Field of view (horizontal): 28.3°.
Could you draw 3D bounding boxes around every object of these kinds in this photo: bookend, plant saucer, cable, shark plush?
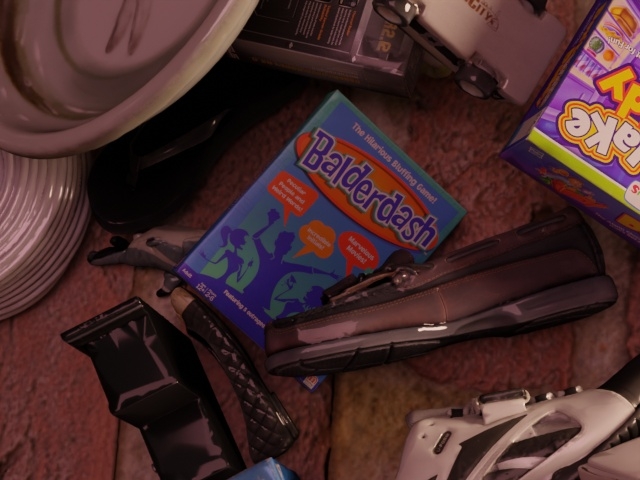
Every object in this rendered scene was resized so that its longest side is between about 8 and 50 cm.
[{"bbox_3d":[-0.131,0.147,1.058,0.072,0.156,0.157,-27,70,1],"label":"bookend"},{"bbox_3d":[-0.157,-0.243,1.109,0.400,0.100,0.401,-18,60,33],"label":"plant saucer"},{"bbox_3d":[-0.340,-0.052,1.198,0.257,0.089,0.257,32,81,19],"label":"cable"},{"bbox_3d":[-0.141,0.023,1.157,0.161,0.073,0.067,1,103,7],"label":"shark plush"}]

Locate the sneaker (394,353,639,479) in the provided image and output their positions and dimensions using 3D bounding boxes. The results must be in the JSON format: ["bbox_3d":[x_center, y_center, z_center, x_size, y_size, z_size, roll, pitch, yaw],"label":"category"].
[{"bbox_3d":[0.145,0.164,1.010,0.330,0.122,0.146,-36,62,-12],"label":"sneaker"}]

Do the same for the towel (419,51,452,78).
[{"bbox_3d":[0.032,-0.359,1.229,0.374,0.090,0.321,26,82,18],"label":"towel"}]

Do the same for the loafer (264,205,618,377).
[{"bbox_3d":[0.093,0.043,1.055,0.302,0.109,0.095,-11,76,-10],"label":"loafer"}]

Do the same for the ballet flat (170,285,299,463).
[{"bbox_3d":[-0.082,0.114,1.101,0.049,0.057,0.173,-34,79,-5],"label":"ballet flat"}]

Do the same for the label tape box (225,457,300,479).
[{"bbox_3d":[-0.123,0.361,1.014,0.333,0.106,0.241,-28,70,1],"label":"label tape box"}]

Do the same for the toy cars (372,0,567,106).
[{"bbox_3d":[0.197,-0.206,1.080,0.393,0.087,0.177,-8,97,-24],"label":"toy cars"}]

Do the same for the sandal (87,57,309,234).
[{"bbox_3d":[-0.122,-0.112,1.177,0.097,0.054,0.254,39,76,26],"label":"sandal"}]

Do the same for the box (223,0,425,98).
[{"bbox_3d":[0.024,-0.257,1.125,0.183,0.056,0.231,14,78,14],"label":"box"}]

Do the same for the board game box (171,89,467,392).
[{"bbox_3d":[0.000,0.000,1.102,0.160,0.047,0.210,42,83,-8],"label":"board game box"}]

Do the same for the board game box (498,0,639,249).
[{"bbox_3d":[0.352,-0.073,1.010,0.347,0.078,0.233,33,81,-3],"label":"board game box"}]

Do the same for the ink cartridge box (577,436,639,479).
[{"bbox_3d":[0.310,0.247,0.906,0.171,0.100,0.237,-18,91,-14],"label":"ink cartridge box"}]
